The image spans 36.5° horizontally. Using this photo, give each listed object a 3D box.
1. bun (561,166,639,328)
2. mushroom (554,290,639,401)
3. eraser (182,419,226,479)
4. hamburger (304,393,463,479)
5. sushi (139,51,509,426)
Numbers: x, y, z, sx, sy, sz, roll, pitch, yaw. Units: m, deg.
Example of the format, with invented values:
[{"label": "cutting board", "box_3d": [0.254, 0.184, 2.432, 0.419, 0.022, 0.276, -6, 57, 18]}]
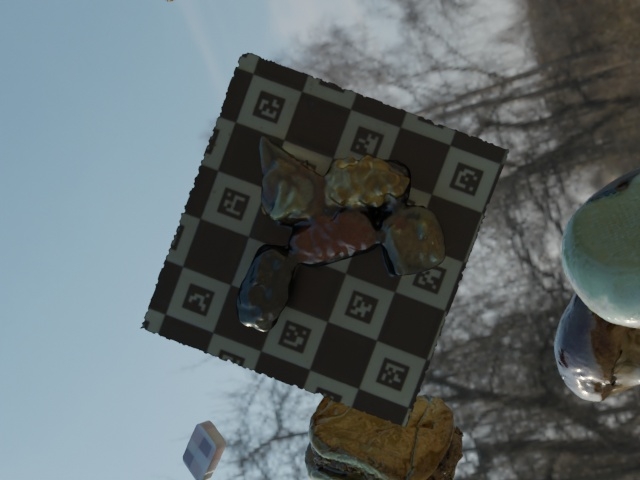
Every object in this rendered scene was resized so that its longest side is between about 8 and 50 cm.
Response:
[{"label": "bun", "box_3d": [0.486, 0.026, 1.323, 0.187, 0.293, 0.293, 51, -153, -27]}, {"label": "mushroom", "box_3d": [0.489, 0.149, 1.538, 0.254, 0.267, 0.267, 34, -157, 0]}, {"label": "eraser", "box_3d": [-0.207, 0.374, 1.723, 0.026, 0.105, 0.065, -13, -130, -45]}, {"label": "hamburger", "box_3d": [0.118, 0.387, 1.818, 0.259, 0.283, 0.144, -39, -46, -42]}, {"label": "sushi", "box_3d": [0.000, 0.000, 1.127, 0.064, 0.343, 0.359, -14, -55, -85]}]
